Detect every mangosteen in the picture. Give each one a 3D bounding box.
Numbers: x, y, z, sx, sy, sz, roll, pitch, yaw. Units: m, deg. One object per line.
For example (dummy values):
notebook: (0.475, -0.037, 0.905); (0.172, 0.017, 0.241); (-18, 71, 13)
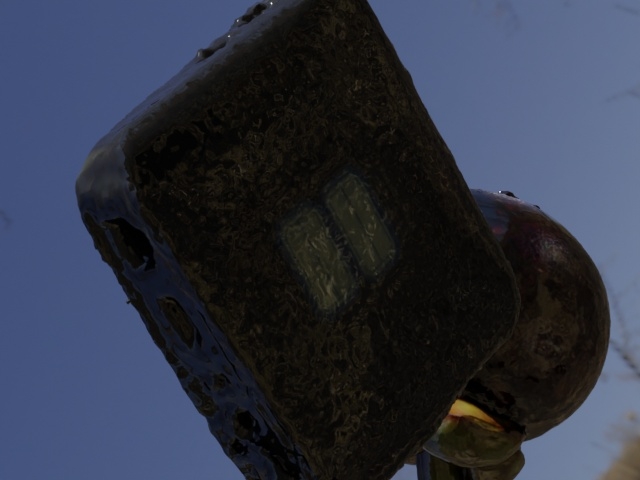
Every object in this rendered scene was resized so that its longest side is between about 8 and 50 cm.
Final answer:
mangosteen: (0.148, 0.117, 1.617); (0.307, 0.306, 0.347); (60, -136, -66)

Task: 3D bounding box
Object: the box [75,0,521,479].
box: (0.000, 0.000, 1.222); (0.350, 0.091, 0.359); (-46, -67, -43)
